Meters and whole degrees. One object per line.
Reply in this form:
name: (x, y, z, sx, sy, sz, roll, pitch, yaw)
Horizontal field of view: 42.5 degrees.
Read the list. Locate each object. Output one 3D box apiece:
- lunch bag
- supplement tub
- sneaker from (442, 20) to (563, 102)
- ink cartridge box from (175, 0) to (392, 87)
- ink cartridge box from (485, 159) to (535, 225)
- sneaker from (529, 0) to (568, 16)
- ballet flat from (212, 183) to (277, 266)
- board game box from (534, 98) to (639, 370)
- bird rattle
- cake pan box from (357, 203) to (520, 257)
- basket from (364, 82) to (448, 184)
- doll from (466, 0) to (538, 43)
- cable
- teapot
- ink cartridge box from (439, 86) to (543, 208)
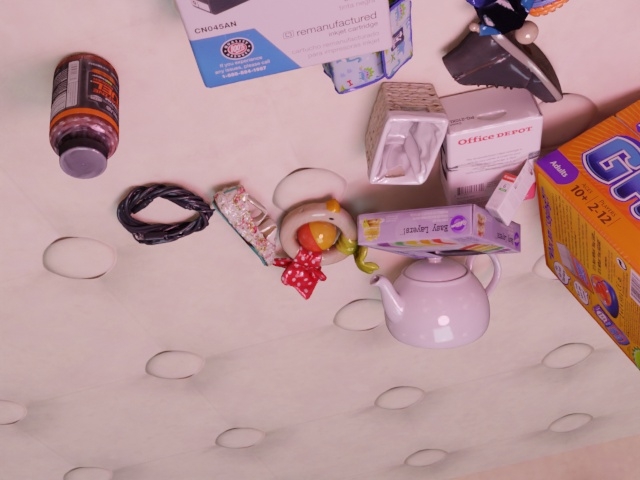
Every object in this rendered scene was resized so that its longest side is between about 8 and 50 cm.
lunch bag: (0.076, -0.321, 1.307, 0.151, 0.096, 0.129, -22, 141, -9)
supplement tub: (-0.366, -0.190, 1.279, 0.106, 0.198, 0.106, -7, 144, -5)
sneaker: (0.316, -0.291, 1.416, 0.222, 0.083, 0.118, 32, 131, -30)
ink cartridge box: (-0.071, -0.421, 1.074, 0.285, 0.166, 0.395, -12, 142, 2)
ink cartridge box: (0.353, -0.091, 1.522, 0.115, 0.029, 0.063, -58, 140, -9)
sneaker: (0.392, -0.429, 1.245, 0.221, 0.083, 0.087, -33, 134, 24)
ballet flat: (-0.131, -0.028, 1.642, 0.077, 0.091, 0.241, -35, 143, 0)
board game box: (0.661, -0.019, 1.539, 0.356, 0.356, 0.356, -31, 142, -3)
bird rattle: (0.000, 0.000, 1.713, 0.253, 0.143, 0.207, -12, 133, 25)
cake pan box: (0.241, -0.013, 1.632, 0.245, 0.070, 0.267, -2, 172, 32)
basket: (0.147, -0.192, 1.474, 0.113, 0.103, 0.167, 0, 141, -13)
doll: (0.275, -0.374, 1.266, 0.129, 0.046, 0.189, -33, 118, 30)
cable: (-0.298, -0.056, 1.602, 0.184, 0.047, 0.150, -8, 138, 2)
teapot: (0.263, 0.115, 1.835, 0.252, 0.256, 0.187, 2, 107, 18)
ink cartridge box: (0.314, -0.170, 1.544, 0.172, 0.100, 0.237, -12, 144, 2)
